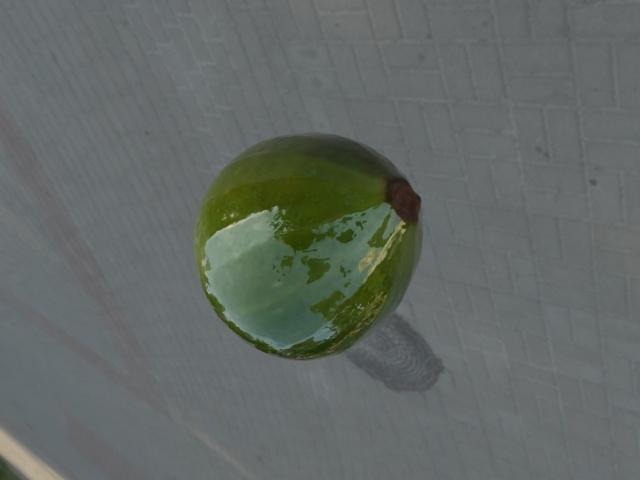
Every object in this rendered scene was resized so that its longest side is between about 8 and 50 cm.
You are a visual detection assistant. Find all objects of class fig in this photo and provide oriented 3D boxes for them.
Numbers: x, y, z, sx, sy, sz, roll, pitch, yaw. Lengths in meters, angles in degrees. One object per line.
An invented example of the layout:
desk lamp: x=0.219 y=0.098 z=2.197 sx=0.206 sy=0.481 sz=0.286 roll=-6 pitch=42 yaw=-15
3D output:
fig: x=0.000 y=0.000 z=0.903 sx=0.316 sy=0.316 sz=0.316 roll=28 pitch=146 yaw=21
